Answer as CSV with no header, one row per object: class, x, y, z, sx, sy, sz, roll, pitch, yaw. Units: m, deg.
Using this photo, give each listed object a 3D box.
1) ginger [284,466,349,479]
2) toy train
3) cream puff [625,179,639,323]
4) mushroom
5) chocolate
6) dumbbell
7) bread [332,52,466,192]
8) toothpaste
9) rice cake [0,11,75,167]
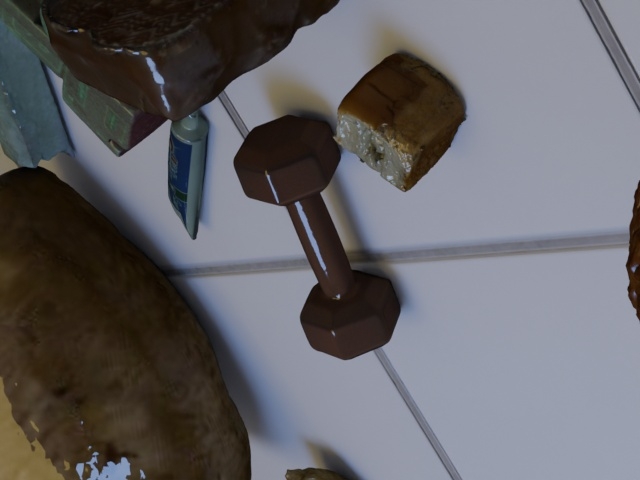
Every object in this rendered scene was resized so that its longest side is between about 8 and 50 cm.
ginger,0.024,0.306,1.864,0.096,0.067,0.165,21,154,42
toy train,-0.224,-0.225,1.499,0.304,0.150,0.221,44,158,6
cream puff,0.286,-0.017,0.858,0.212,0.303,0.303,49,153,-17
mushroom,-0.251,0.122,1.839,0.313,0.224,0.397,3,109,22
chocolate,-0.096,-0.173,1.294,0.148,0.214,0.093,21,140,41
dumbbell,0.000,0.000,1.507,0.082,0.092,0.231,-6,123,25
bread,0.060,-0.092,1.323,0.083,0.070,0.077,38,151,16
toothpaste,-0.132,-0.070,1.662,0.057,0.035,0.197,56,157,23
rice cake,-0.324,-0.163,1.790,0.069,0.063,0.206,29,145,37
